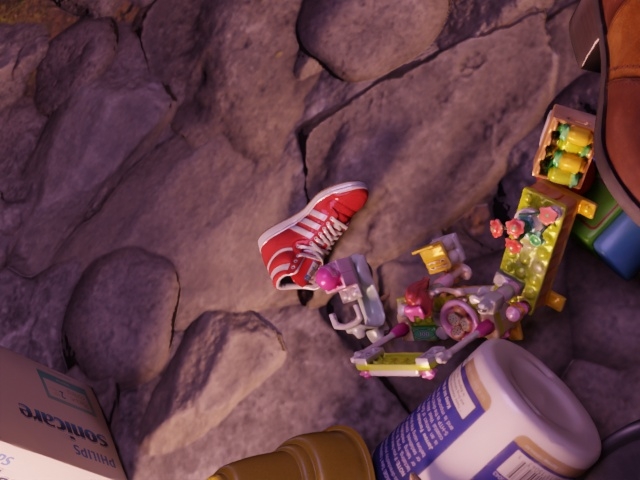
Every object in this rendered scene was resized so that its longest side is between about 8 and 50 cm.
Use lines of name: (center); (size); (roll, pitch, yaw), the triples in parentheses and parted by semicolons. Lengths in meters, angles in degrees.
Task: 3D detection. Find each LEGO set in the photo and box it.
LEGO set: (0.102, 0.026, 0.842); (0.287, 0.107, 0.132); (-37, 83, 45)

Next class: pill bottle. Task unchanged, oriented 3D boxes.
pill bottle: (0.097, 0.170, 0.826); (0.186, 0.112, 0.112); (-47, 51, 20)

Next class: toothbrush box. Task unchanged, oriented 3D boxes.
toothbrush box: (-0.354, 0.227, 1.011); (0.295, 0.216, 0.126); (-38, 54, 11)

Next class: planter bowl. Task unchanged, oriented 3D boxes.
planter bowl: (-0.049, 0.227, 0.838); (0.217, 0.090, 0.217); (-53, 25, 39)

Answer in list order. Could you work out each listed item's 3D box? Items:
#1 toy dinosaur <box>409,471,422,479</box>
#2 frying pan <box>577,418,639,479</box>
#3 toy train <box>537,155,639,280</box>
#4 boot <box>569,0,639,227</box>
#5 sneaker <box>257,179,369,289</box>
toy dinosaur: (0.152, 0.259, 0.689); (0.296, 0.200, 0.127); (28, 87, 50)
frying pan: (0.266, 0.219, 0.716); (0.197, 0.053, 0.326); (-55, 38, -4)
toy train: (0.287, -0.071, 0.851); (0.248, 0.105, 0.143); (-46, 63, 4)
boot: (0.267, -0.150, 0.673); (0.280, 0.096, 0.264); (120, 156, -47)
sneaker: (0.000, 0.000, 1.018); (0.118, 0.042, 0.067); (-34, 50, 22)
